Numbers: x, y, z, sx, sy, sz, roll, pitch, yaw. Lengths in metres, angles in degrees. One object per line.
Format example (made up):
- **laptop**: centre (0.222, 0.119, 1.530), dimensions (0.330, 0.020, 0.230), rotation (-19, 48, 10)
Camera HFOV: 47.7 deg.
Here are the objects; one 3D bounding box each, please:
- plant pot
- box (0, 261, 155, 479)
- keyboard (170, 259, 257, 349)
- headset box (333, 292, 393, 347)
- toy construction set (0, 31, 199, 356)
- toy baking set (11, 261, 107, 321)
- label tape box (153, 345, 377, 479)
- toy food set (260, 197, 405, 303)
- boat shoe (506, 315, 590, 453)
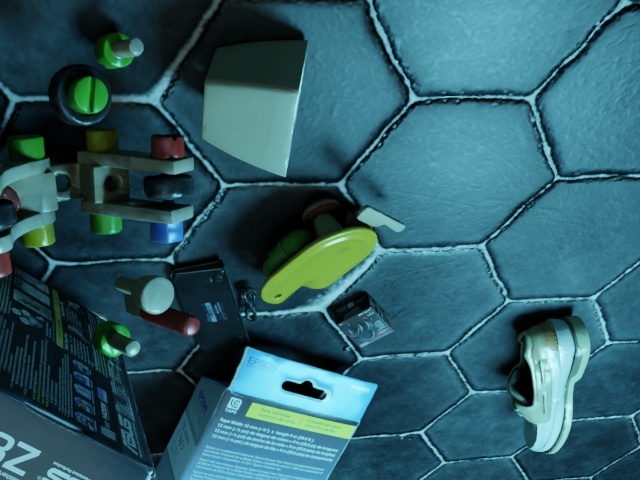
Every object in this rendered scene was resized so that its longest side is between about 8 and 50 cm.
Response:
- **plant pot**: centre (-0.072, -0.147, 0.767), dimensions (0.096, 0.109, 0.109), rotation (9, 133, -2)
- **box**: centre (-0.339, 0.100, 0.720), dimensions (0.318, 0.395, 0.097), rotation (40, 87, -24)
- **keyboard**: centre (-0.140, 0.095, 1.043), dimensions (0.108, 0.023, 0.180), rotation (-7, 136, 4)
- **headset box**: centre (0.068, 0.124, 1.104), dimensions (0.062, 0.032, 0.083), rotation (-28, 131, 16)
- **toy construction set**: centre (-0.281, -0.025, 0.791), dimensions (0.237, 0.257, 0.309), rotation (9, 132, 45)
- **toy baking set**: centre (-0.432, 0.091, 0.978), dimensions (0.256, 0.030, 0.197), rotation (-11, 141, 9)
- **label tape box**: centre (-0.100, 0.327, 1.197), dimensions (0.249, 0.115, 0.348), rotation (20, 104, -27)
- **toy food set**: centre (0.000, 0.000, 0.954), dimensions (0.218, 0.071, 0.128), rotation (-38, 153, 27)
- **boat shoe**: centre (0.372, 0.252, 1.242), dimensions (0.103, 0.113, 0.302), rotation (-5, 124, -5)
